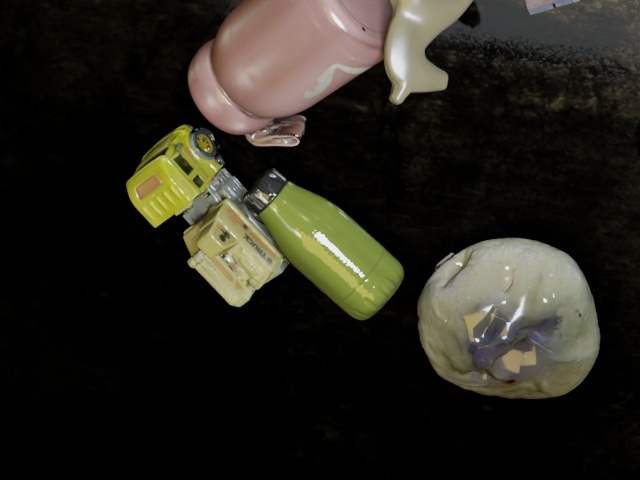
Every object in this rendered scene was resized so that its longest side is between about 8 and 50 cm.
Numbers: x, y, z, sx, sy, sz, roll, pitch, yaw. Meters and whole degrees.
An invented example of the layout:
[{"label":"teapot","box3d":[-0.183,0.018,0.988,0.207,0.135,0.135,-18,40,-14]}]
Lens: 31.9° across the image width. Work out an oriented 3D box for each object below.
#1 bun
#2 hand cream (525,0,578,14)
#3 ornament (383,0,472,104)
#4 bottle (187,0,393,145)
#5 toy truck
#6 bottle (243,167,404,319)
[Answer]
[{"label":"bun","box3d":[0.272,0.130,1.625,0.272,0.168,0.273,5,122,8]},{"label":"hand cream","box3d":[0.260,-0.383,1.398,0.067,0.043,0.210,-12,120,27]},{"label":"ornament","box3d":[0.127,-0.311,1.392,0.230,0.245,0.061,52,160,-26]},{"label":"bottle","box3d":[-0.036,-0.246,1.503,0.296,0.173,0.206,-30,121,36]},{"label":"toy truck","box3d":[-0.170,-0.027,1.688,0.124,0.157,0.272,-32,106,32]},{"label":"bottle","box3d":[0.000,0.000,1.672,0.260,0.112,0.112,42,124,-7]}]
